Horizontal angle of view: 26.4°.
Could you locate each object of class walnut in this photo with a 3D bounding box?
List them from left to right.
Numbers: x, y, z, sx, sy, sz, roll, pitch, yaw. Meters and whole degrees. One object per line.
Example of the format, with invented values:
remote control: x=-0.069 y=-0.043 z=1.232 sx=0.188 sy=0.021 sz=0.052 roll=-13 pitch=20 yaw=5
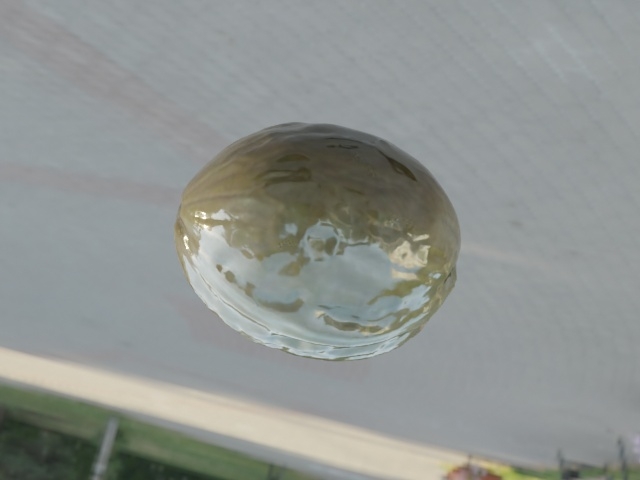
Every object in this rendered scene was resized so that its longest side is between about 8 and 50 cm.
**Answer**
walnut: x=0.000 y=0.001 z=0.777 sx=0.162 sy=0.140 sz=0.140 roll=24 pitch=167 yaw=-1
